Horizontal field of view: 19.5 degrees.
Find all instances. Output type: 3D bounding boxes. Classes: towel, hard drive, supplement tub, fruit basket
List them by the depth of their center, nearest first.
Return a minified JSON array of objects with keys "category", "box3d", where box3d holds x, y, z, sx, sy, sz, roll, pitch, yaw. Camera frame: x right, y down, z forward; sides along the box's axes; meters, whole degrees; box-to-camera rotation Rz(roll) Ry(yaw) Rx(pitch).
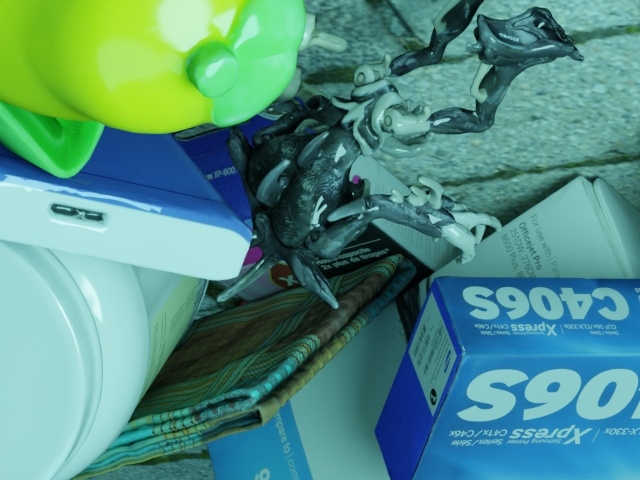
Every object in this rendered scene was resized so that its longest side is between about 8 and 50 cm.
[{"category":"fruit basket","box3d":[-0.146,-0.194,0.900,0.392,0.283,0.392,18,159,7]},{"category":"hard drive","box3d":[-0.191,-0.074,1.154,0.210,0.319,0.040,12,109,-27]},{"category":"supplement tub","box3d":[-0.214,0.036,1.267,0.235,0.235,0.325,2,-164,8]},{"category":"towel","box3d":[-0.131,0.112,1.439,0.370,0.271,0.040,-20,103,33]}]

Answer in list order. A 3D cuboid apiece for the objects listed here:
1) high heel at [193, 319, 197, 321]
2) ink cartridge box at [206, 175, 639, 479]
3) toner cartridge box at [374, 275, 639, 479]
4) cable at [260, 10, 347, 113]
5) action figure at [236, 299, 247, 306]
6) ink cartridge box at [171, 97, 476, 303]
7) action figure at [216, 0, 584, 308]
[{"category":"high heel","box3d":[-0.210,0.095,1.715,0.186,0.093,0.261,26,150,-15]},{"category":"ink cartridge box","box3d":[0.151,0.162,1.522,0.395,0.166,0.285,-35,138,21]},{"category":"toner cartridge box","box3d":[0.227,0.107,1.300,0.348,0.075,0.165,0,136,-18]},{"category":"cable","box3d":[-0.120,-0.155,1.204,0.287,0.072,0.139,12,150,-16]},{"category":"action figure","box3d":[-0.057,0.146,1.719,0.091,0.139,0.280,8,150,-8]},{"category":"ink cartridge box","box3d":[0.000,0.000,1.501,0.175,0.069,0.371,-14,145,32]},{"category":"action figure","box3d":[0.047,-0.056,1.180,0.275,0.164,0.141,-44,139,21]}]
